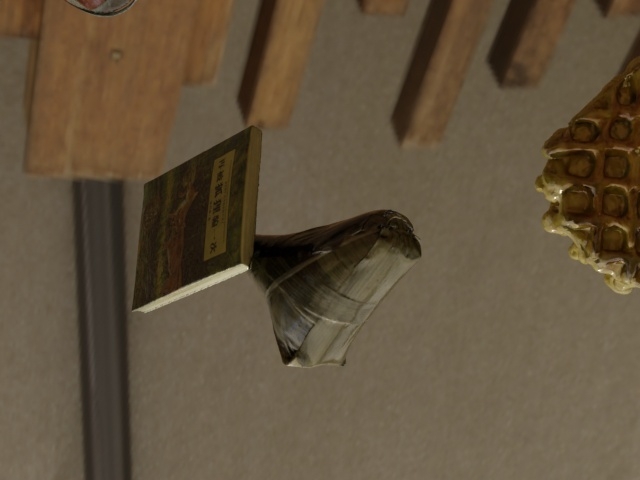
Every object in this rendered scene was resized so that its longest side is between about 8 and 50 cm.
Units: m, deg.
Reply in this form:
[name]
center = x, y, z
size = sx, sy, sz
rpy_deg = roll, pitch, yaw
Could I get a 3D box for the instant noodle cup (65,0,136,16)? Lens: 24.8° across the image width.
[instant noodle cup]
center = -0.234, -0.438, 1.697
size = 0.296, 0.296, 0.214
rpy_deg = 37, -126, 17

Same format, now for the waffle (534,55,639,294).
[waffle]
center = 0.432, -0.091, 1.812
size = 0.324, 0.151, 0.261
rpy_deg = -40, -86, -1

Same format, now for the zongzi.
[zongzi]
center = 0.001, -0.002, 1.525
size = 0.094, 0.205, 0.204
rpy_deg = 5, -139, -45

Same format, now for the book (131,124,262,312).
[book]
center = -0.138, -0.019, 1.600
size = 0.024, 0.228, 0.160
rpy_deg = 16, -113, -32
